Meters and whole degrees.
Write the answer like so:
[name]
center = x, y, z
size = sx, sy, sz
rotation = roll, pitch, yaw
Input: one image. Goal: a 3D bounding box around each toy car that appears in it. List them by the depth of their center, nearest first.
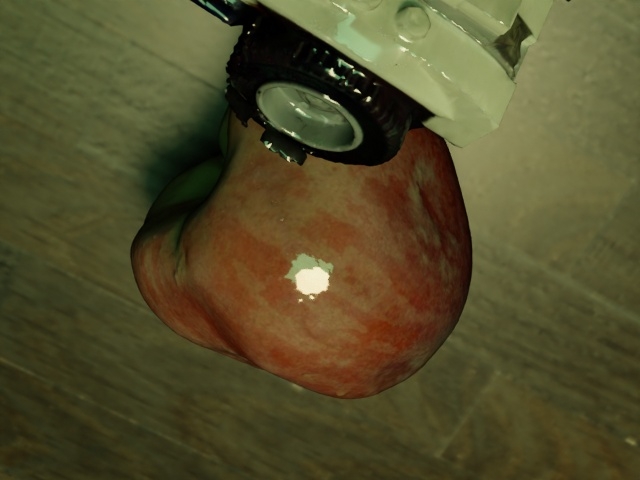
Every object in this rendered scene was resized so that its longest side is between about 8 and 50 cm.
[toy car]
center = -0.034, -0.162, 0.399
size = 0.301, 0.118, 0.193
rotation = 32, 70, -14

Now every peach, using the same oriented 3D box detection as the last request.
[peach]
center = 0.000, 0.000, 0.509
size = 0.152, 0.152, 0.152
rotation = -1, 112, -1
